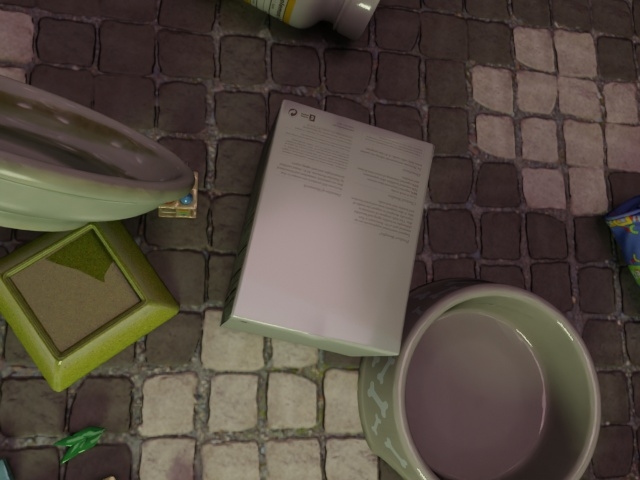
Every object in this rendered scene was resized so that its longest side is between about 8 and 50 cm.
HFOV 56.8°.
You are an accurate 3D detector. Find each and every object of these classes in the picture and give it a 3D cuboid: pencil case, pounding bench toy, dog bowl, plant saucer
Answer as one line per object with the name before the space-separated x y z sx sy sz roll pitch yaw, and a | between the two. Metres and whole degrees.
pencil case | 0.562 0.069 0.921 0.119 0.133 0.306 -24 84 8
pounding bench toy | -0.194 -0.078 0.807 0.052 0.065 0.083 2 78 -13
dog bowl | 0.231 0.217 0.830 0.348 0.102 0.349 3 78 -13
plant saucer | -0.311 0.065 0.762 0.188 0.045 0.188 -34 88 -17
plant saucer | -0.341 -0.099 0.640 0.400 0.400 0.101 23 102 -8

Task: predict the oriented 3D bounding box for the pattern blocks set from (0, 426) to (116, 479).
pattern blocks set | -0.285 0.397 0.711 0.285 0.026 0.325 -12 82 -15

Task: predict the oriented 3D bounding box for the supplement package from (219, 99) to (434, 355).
supplement package | 0.000 0.000 0.767 0.199 0.198 0.263 15 76 -11

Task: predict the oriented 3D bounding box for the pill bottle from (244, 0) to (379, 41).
pill bottle | -0.062 -0.426 0.843 0.333 0.188 0.188 25 75 -7
